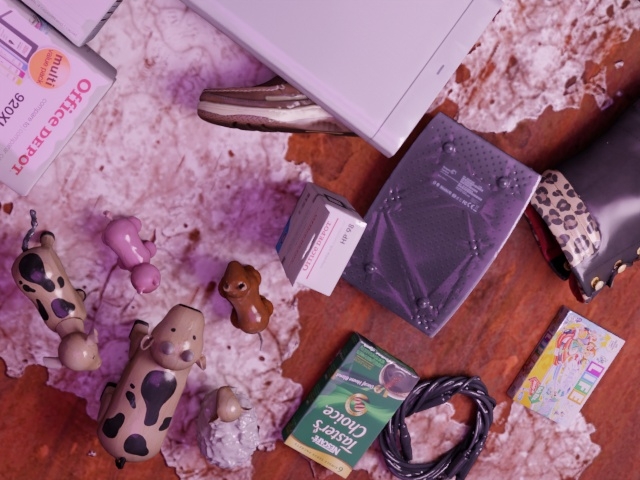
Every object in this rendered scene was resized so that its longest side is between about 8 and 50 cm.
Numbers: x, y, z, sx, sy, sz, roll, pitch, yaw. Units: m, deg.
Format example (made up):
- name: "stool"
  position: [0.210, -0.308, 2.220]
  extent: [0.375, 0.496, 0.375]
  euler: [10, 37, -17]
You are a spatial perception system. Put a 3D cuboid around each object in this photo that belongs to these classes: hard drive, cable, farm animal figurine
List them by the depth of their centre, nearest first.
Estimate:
- name: "hard drive"
  position: [0.011, -0.297, 1.113]
  extent: [0.353, 0.047, 0.233]
  euler: [36, 85, -6]
- name: "farm animal figurine"
  position: [-0.223, 0.139, 1.178]
  extent: [0.330, 0.172, 0.326]
  euler: [6, 104, -11]
- name: "hard drive"
  position: [0.153, -0.021, 1.229]
  extent: [0.172, 0.054, 0.254]
  euler: [33, 102, 7]
- name: "cable"
  position: [0.170, 0.265, 1.349]
  extent: [0.151, 0.047, 0.184]
  euler: [25, 102, -10]

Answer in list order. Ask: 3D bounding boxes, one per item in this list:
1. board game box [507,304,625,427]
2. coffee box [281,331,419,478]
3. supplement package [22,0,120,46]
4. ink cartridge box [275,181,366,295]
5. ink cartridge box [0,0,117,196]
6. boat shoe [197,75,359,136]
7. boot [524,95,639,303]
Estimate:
- name: "board game box"
  position: [0.355, 0.184, 1.361]
  extent: [0.103, 0.026, 0.154]
  euler: [28, 99, -16]
- name: "coffee box"
  position: [0.042, 0.232, 1.315]
  extent: [0.113, 0.040, 0.184]
  euler: [35, 97, -16]
- name: "supplement package"
  position: [-0.277, -0.360, 1.046]
  extent: [0.194, 0.149, 0.203]
  euler: [38, 97, -16]
- name: "ink cartridge box"
  position: [0.000, 0.000, 1.172]
  extent: [0.060, 0.180, 0.104]
  euler: [25, 100, -15]
- name: "ink cartridge box"
  position: [-0.373, -0.195, 1.065]
  extent: [0.233, 0.168, 0.171]
  euler: [38, 95, -17]
- name: "boat shoe"
  position: [-0.025, -0.184, 1.175]
  extent: [0.258, 0.095, 0.095]
  euler: [2, 91, -16]
- name: "boot"
  position: [0.461, -0.005, 1.268]
  extent: [0.284, 0.138, 0.377]
  euler: [-32, 104, -1]
